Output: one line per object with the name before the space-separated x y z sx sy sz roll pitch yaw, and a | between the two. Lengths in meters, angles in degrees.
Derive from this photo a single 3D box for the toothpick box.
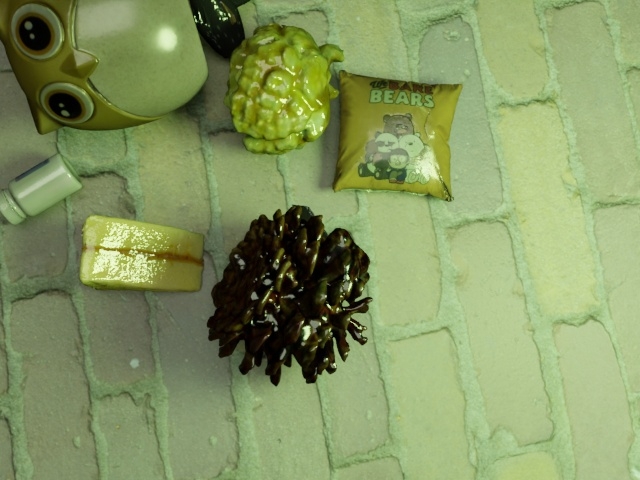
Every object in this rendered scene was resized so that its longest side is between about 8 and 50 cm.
toothpick box | -0.498 -0.450 1.623 0.426 0.409 0.408 -18 82 -6

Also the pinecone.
pinecone | -0.060 0.138 1.571 0.398 0.398 0.397 0 81 -1

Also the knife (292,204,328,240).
knife | 0.000 0.000 1.763 0.060 0.028 0.230 -36 82 6

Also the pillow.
pillow | 0.186 -0.258 1.754 0.310 0.119 0.312 5 83 3

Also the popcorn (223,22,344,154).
popcorn | -0.103 -0.371 1.696 0.275 0.279 0.335 3 94 18

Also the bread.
bread | -0.416 0.032 1.677 0.264 0.163 0.167 1 80 -1

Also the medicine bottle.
medicine bottle | -0.685 -0.124 1.726 0.187 0.103 0.102 -33 83 -5

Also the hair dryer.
hair dryer | -0.204 -0.664 1.782 0.120 0.303 0.359 14 52 42
